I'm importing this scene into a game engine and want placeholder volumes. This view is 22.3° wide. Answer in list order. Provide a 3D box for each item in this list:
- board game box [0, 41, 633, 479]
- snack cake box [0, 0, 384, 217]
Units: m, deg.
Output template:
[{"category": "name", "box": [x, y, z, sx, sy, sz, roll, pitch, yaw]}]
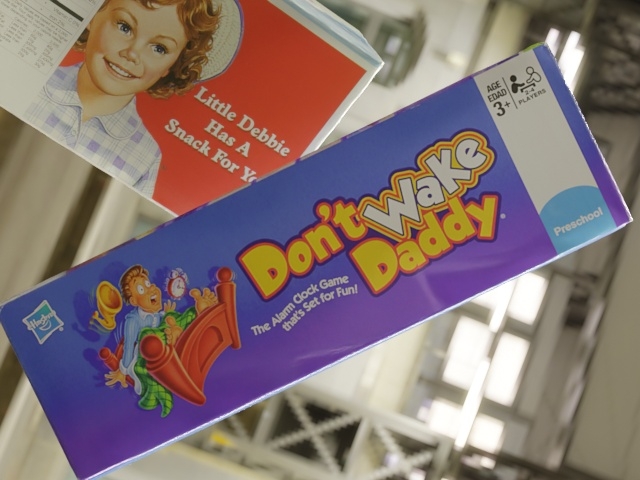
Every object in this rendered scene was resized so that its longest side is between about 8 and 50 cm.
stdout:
[{"category": "board game box", "box": [0.000, 0.000, 0.779, 0.233, 0.078, 0.347, -25, -178, 2]}, {"category": "snack cake box", "box": [-0.115, -0.129, 0.964, 0.152, 0.264, 0.089, -52, -159, 12]}]
